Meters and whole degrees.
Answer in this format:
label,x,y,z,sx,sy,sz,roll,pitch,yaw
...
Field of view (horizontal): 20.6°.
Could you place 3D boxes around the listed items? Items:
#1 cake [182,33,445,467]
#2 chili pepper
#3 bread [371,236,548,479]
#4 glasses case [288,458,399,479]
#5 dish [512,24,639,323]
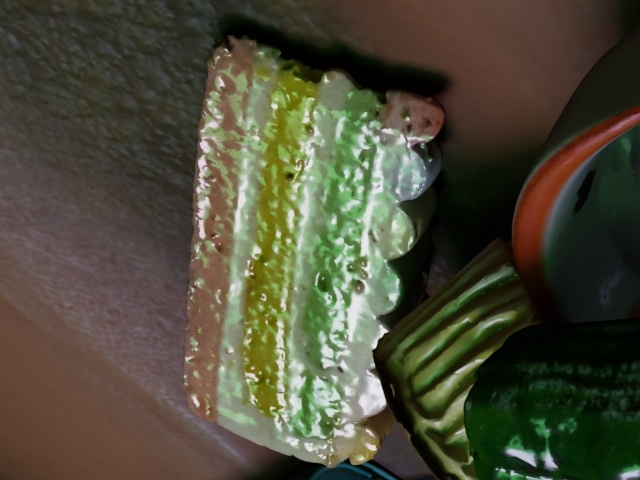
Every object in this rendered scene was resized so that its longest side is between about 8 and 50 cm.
label,x,y,z,sx,sy,sz,roll,pitch,yaw
cake,-0.008,0.015,0.828,0.109,0.090,0.225,17,141,13
chili pepper,0.172,0.067,0.618,0.253,0.083,0.099,-8,124,28
bread,0.110,0.084,0.796,0.114,0.132,0.190,-37,141,13
glasses case,-0.038,0.222,1.109,0.117,0.070,0.301,40,141,-12
dish,0.209,-0.016,0.658,0.256,0.117,0.256,14,142,12
